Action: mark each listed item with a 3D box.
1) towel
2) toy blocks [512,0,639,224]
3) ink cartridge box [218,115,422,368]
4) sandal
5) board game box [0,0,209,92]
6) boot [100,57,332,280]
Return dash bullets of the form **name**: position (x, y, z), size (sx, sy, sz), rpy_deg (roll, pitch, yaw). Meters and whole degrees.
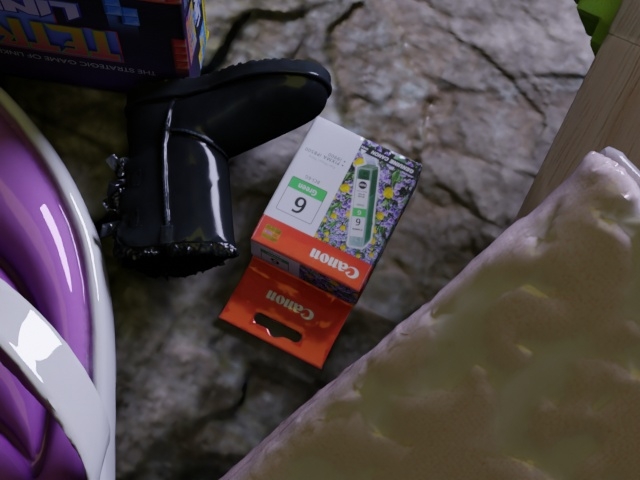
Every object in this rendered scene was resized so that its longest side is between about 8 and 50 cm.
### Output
- **towel**: position (0.095, 0.184, 0.373), size (0.332, 0.053, 0.317), rpy_deg (46, 105, 0)
- **toy blocks**: position (0.215, 0.055, 0.428), size (0.381, 0.190, 0.261), rpy_deg (27, 96, 17)
- **ink cartridge box**: position (0.000, 0.000, 0.537), size (0.062, 0.029, 0.115), rpy_deg (26, 72, 6)
- **sandal**: position (-0.169, 0.080, 0.464), size (0.169, 0.102, 0.416), rpy_deg (-14, 73, -8)
- **board game box**: position (-0.144, -0.129, 0.513), size (0.170, 0.141, 0.048), rpy_deg (9, 70, 0)
- **boot**: position (-0.052, -0.035, 0.528), size (0.121, 0.045, 0.099), rpy_deg (-7, 66, 14)
